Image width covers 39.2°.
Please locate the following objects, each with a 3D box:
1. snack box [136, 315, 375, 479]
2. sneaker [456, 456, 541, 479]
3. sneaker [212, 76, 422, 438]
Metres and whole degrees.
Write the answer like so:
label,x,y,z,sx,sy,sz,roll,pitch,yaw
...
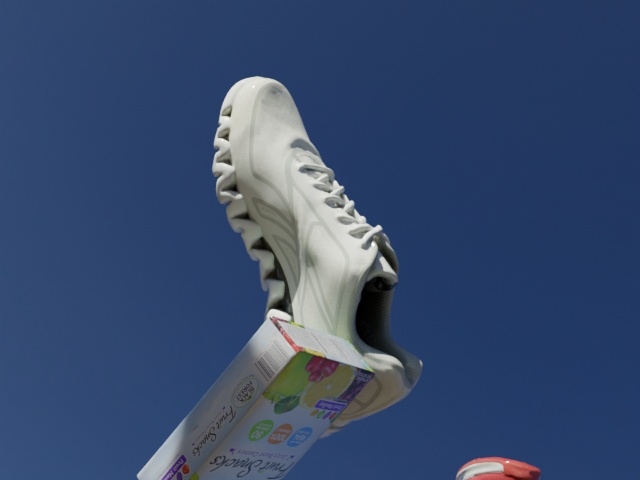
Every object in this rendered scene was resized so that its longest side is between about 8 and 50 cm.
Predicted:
label,x,y,z,sx,sy,sz,roll,pitch,yaw
snack box,-0.040,0.121,0.596,0.141,0.100,0.037,-50,-125,10
sneaker,0.174,0.333,1.013,0.087,0.128,0.221,18,-35,-11
sneaker,0.000,0.000,0.702,0.118,0.110,0.292,-24,-105,35
